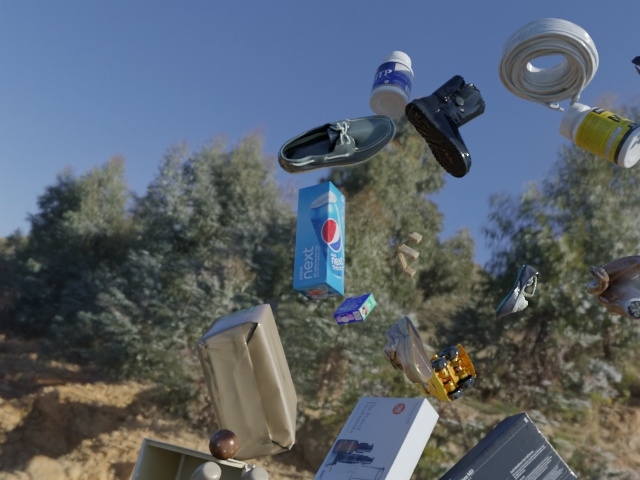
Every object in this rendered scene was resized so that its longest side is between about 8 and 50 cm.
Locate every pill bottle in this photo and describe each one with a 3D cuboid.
[{"bbox_3d":[0.206,-0.447,1.776,0.112,0.187,0.112,9,-37,7],"label":"pill bottle"},{"bbox_3d":[0.767,-0.291,1.698,0.208,0.119,0.119,39,-2,39],"label":"pill bottle"}]

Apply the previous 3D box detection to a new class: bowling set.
[{"bbox_3d":[-0.176,0.461,1.116,0.287,0.200,0.154,22,-53,-24],"label":"bowling set"}]

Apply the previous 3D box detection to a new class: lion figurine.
[{"bbox_3d":[0.568,0.066,0.997,0.392,0.142,0.240,7,-4,-3],"label":"lion figurine"}]

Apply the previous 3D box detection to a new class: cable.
[{"bbox_3d":[0.621,-0.486,1.707,0.257,0.089,0.257,16,-30,-3],"label":"cable"}]

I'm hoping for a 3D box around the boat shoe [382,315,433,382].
[{"bbox_3d":[0.248,0.337,1.839,0.122,0.110,0.341,57,9,-9],"label":"boat shoe"}]

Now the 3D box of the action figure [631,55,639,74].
[{"bbox_3d":[0.882,-0.378,1.560,0.285,0.185,0.099,42,-3,-30],"label":"action figure"}]

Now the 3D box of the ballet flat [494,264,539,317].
[{"bbox_3d":[0.598,0.161,1.873,0.074,0.203,0.074,32,-23,15],"label":"ballet flat"}]

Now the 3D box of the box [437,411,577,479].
[{"bbox_3d":[0.419,0.548,1.422,0.184,0.261,0.103,54,-23,9],"label":"box"}]

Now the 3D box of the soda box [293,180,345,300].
[{"bbox_3d":[0.000,0.000,1.158,0.071,0.210,0.067,-12,-30,26],"label":"soda box"}]

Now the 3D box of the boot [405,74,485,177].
[{"bbox_3d":[0.367,-0.308,1.643,0.246,0.207,0.094,54,-25,10],"label":"boot"}]

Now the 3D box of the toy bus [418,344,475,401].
[{"bbox_3d":[0.423,0.497,2.276,0.211,0.220,0.149,-26,-90,41],"label":"toy bus"}]

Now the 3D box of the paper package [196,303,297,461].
[{"bbox_3d":[-0.173,0.337,1.559,0.168,0.309,0.325,-15,2,0],"label":"paper package"}]

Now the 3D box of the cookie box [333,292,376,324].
[{"bbox_3d":[0.103,0.203,1.853,0.092,0.107,0.040,-15,-75,31],"label":"cookie box"}]

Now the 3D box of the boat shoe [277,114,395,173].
[{"bbox_3d":[0.041,-0.252,1.614,0.319,0.116,0.099,-16,-10,5],"label":"boat shoe"}]

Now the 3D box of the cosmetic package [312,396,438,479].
[{"bbox_3d":[0.164,0.658,1.927,0.284,0.377,0.097,-12,-58,45],"label":"cosmetic package"}]

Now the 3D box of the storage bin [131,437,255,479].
[{"bbox_3d":[-0.270,0.558,1.250,0.260,0.262,0.123,-4,-26,39],"label":"storage bin"}]

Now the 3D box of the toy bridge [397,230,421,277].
[{"bbox_3d":[0.260,0.034,1.853,0.063,0.026,0.188,32,-32,25],"label":"toy bridge"}]
